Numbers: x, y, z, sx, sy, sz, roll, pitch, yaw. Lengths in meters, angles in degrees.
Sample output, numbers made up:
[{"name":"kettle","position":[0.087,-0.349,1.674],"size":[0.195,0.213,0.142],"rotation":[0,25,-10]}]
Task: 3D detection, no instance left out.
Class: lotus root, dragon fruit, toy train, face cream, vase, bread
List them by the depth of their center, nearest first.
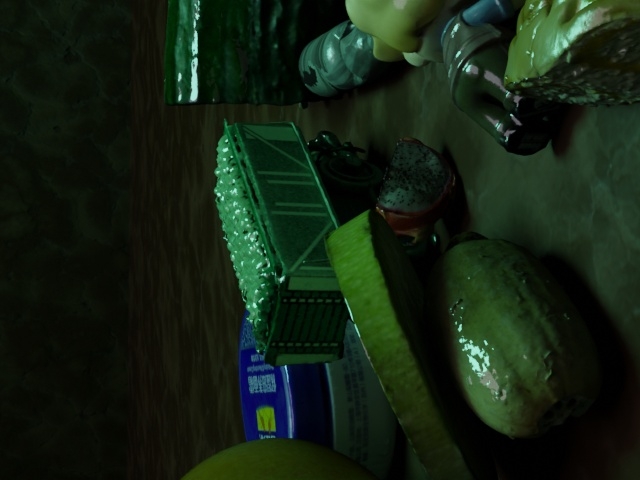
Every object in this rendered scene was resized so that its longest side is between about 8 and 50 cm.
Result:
[{"name":"bread","position":[0.150,-0.120,0.639],"size":[0.157,0.083,0.094],"rotation":[-156,76,-74]},{"name":"lotus root","position":[0.112,0.050,0.770],"size":[0.077,0.090,0.183],"rotation":[62,-176,-36]},{"name":"dragon fruit","position":[0.075,-0.032,0.954],"size":[0.056,0.060,0.083],"rotation":[95,-169,-49]},{"name":"toy train","position":[0.000,0.000,1.049],"size":[0.269,0.154,0.115],"rotation":[-112,22,-50]},{"name":"vase","position":[0.033,-0.165,1.075],"size":[0.211,0.060,0.060],"rotation":[-175,83,-75]},{"name":"face cream","position":[-0.004,0.152,1.170],"size":[0.206,0.111,0.206],"rotation":[176,90,-75]}]

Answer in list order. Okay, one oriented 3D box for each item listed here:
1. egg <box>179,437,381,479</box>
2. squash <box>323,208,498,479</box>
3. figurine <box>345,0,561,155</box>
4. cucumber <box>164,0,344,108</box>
[{"name":"egg","position":[-0.028,0.332,0.961],"size":[0.282,0.283,0.351],"rotation":[124,139,-65]},{"name":"squash","position":[0.069,0.084,0.834],"size":[0.219,0.041,0.219],"rotation":[61,-172,-14]},{"name":"figurine","position":[0.097,-0.146,0.810],"size":[0.196,0.108,0.114],"rotation":[53,157,34]},{"name":"cucumber","position":[-0.073,-0.191,1.251],"size":[0.191,0.191,0.130],"rotation":[-175,91,-75]}]
